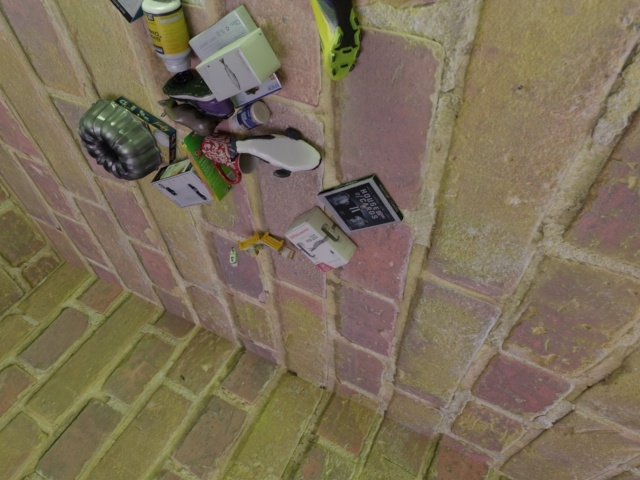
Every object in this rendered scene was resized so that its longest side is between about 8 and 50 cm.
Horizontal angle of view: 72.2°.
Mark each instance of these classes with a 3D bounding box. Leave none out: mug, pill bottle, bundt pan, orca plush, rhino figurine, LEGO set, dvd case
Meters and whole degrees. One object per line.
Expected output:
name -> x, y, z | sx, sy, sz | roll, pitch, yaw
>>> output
mug -> -0.311, -0.281, 1.462 | 0.169, 0.150, 0.113 | 22, 169, 23
pill bottle -> -0.217, -0.375, 1.337 | 0.120, 0.067, 0.067 | -8, 128, 43
bundt pan -> -0.781, -0.360, 1.679 | 0.330, 0.124, 0.331 | 22, 145, 16
pill bottle -> -0.421, -0.575, 1.228 | 0.103, 0.103, 0.184 | 20, 144, 18
orca plush -> -0.137, -0.260, 1.370 | 0.287, 0.151, 0.102 | -4, 176, 5
rhino figurine -> -0.432, -0.413, 1.428 | 0.243, 0.106, 0.073 | 25, 144, 12
LEGO set -> -0.229, 0.043, 1.818 | 0.287, 0.132, 0.107 | -6, 151, 12
dvd case -> 0.125, -0.111, 1.416 | 0.238, 0.029, 0.179 | -12, 126, 46

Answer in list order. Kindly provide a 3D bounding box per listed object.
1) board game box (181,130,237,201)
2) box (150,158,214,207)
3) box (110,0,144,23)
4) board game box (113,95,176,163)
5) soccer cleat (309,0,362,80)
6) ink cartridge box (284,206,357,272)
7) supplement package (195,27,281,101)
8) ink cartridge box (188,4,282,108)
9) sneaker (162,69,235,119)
board game box -> -0.387, -0.275, 1.540 | 0.039, 0.124, 0.259 | 9, 138, 32
box -> -0.505, -0.222, 1.704 | 0.290, 0.087, 0.169 | -5, 141, 43
box -> -0.487, -0.699, 1.169 | 0.244, 0.060, 0.100 | -16, 122, 47
board game box -> -0.661, -0.414, 1.663 | 0.243, 0.042, 0.165 | 32, 145, 1
soccer cleat -> 0.025, -0.509, 0.994 | 0.121, 0.093, 0.289 | 49, 161, 35
ink cartridge box -> 0.000, 0.000, 1.593 | 0.218, 0.092, 0.158 | 46, 143, -14
supplement package -> -0.212, -0.448, 1.130 | 0.179, 0.105, 0.105 | -4, 131, 41
ink cartridge box -> -0.227, -0.497, 1.218 | 0.223, 0.045, 0.224 | -4, 131, 42
sneaker -> -0.373, -0.430, 1.342 | 0.283, 0.107, 0.124 | 28, 162, 37
